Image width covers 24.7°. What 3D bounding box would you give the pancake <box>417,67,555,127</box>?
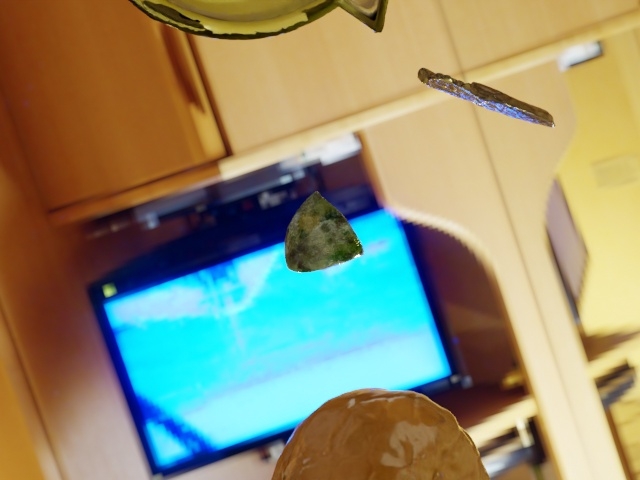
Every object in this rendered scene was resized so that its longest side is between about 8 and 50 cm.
[{"bbox_3d":[0.171,-0.159,1.588,0.190,0.020,0.184,24,-173,35],"label":"pancake"}]

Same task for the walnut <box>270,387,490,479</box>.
[{"bbox_3d":[0.047,0.236,1.260,0.195,0.195,0.221,-15,-145,35],"label":"walnut"}]

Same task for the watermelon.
[{"bbox_3d":[0.000,0.000,1.496,0.085,0.085,0.061,-16,178,22],"label":"watermelon"}]

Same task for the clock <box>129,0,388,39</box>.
[{"bbox_3d":[-0.065,-0.304,1.190,0.294,0.277,0.071,13,-165,-16],"label":"clock"}]
